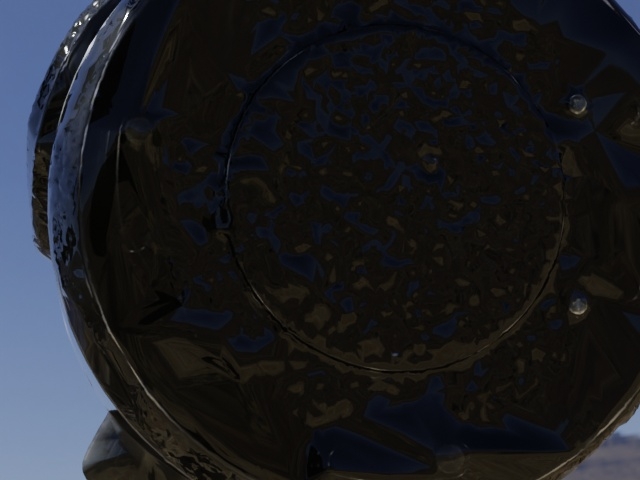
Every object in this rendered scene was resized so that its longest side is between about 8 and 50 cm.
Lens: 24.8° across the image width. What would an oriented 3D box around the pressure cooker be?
[{"bbox_3d":[0.004,0.005,0.949,0.369,0.376,0.420,-10,-5,-10],"label":"pressure cooker"}]
